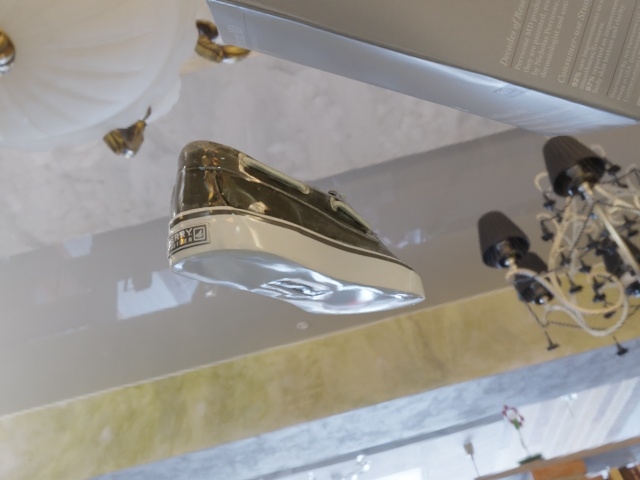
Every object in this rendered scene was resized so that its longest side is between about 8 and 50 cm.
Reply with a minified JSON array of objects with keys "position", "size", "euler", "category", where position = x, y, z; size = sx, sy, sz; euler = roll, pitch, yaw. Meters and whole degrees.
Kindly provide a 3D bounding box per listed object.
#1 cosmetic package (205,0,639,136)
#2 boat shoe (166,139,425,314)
[{"position":[0.061,-0.139,0.370],"size":[0.238,0.127,0.107],"euler":[12,-85,-3],"category":"cosmetic package"},{"position":[0.000,0.000,0.392],"size":[0.078,0.070,0.219],"euler":[-14,-22,30],"category":"boat shoe"}]
